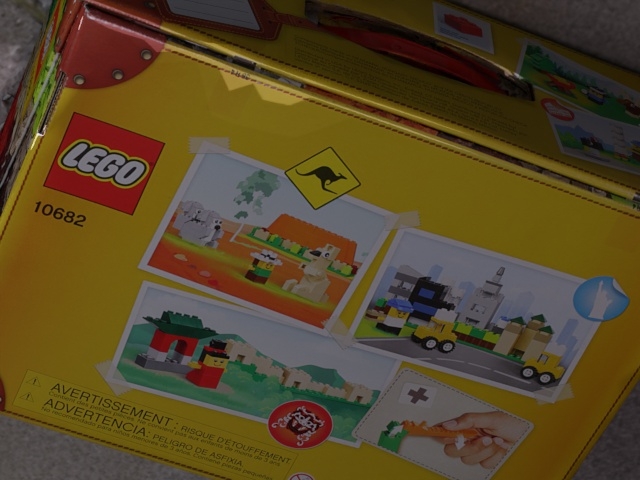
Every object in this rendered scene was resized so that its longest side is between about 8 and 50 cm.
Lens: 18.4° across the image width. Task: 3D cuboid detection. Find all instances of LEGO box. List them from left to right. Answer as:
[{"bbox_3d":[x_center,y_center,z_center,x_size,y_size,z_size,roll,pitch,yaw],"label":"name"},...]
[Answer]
[{"bbox_3d":[0.000,0.000,1.502,0.500,0.193,0.372,19,124,-14],"label":"LEGO box"}]
